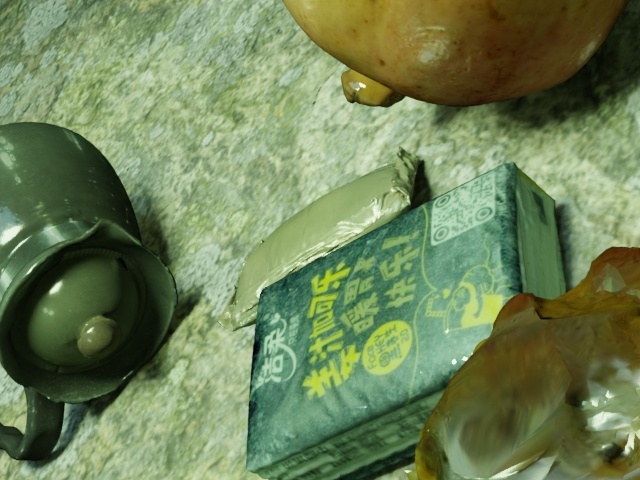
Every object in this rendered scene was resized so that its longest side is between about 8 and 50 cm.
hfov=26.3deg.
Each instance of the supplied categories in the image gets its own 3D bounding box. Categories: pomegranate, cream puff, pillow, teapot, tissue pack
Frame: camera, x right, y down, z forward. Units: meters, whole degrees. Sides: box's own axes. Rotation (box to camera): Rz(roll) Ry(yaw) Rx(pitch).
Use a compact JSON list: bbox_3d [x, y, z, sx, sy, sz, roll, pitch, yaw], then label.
[{"bbox_3d":[0.103,-0.247,1.117,0.338,0.338,0.338,-30,38,27],"label":"pomegranate"},{"bbox_3d":[0.161,0.130,0.792,0.269,0.155,0.241,-41,35,9],"label":"cream puff"},{"bbox_3d":[0.000,0.000,1.195,0.208,0.053,0.119,-35,21,21],"label":"pillow"},{"bbox_3d":[-0.286,0.060,1.340,0.305,0.223,0.285,-47,40,-1],"label":"teapot"},{"bbox_3d":[0.060,0.069,1.037,0.257,0.081,0.185,-28,38,29],"label":"tissue pack"}]
